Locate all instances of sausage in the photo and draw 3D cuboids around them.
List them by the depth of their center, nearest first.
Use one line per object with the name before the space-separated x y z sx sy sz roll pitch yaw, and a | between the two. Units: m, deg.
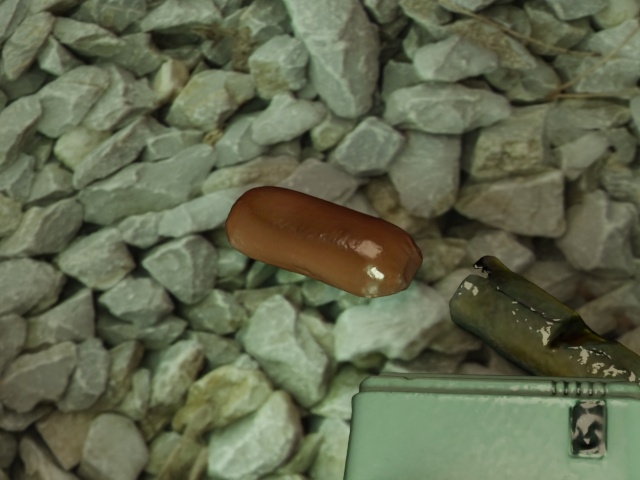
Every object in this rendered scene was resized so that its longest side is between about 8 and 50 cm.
sausage | 0.000 0.000 1.034 0.194 0.077 0.077 19 66 26

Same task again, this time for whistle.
whistle | 0.241 0.120 0.908 0.326 0.057 0.068 37 119 30

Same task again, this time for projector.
projector | 0.129 0.179 0.781 0.192 0.256 0.099 -1 59 15
